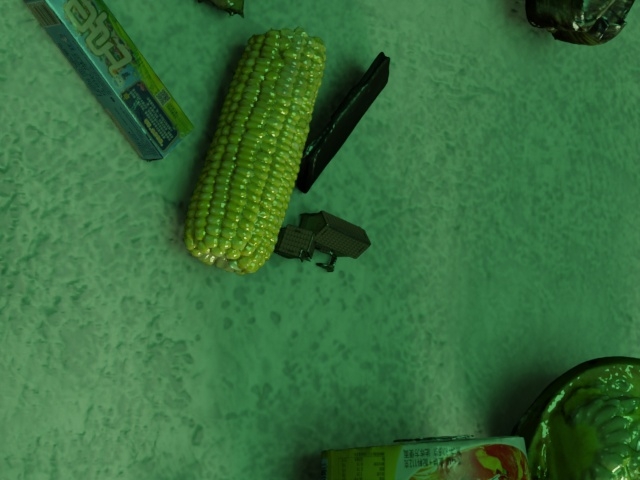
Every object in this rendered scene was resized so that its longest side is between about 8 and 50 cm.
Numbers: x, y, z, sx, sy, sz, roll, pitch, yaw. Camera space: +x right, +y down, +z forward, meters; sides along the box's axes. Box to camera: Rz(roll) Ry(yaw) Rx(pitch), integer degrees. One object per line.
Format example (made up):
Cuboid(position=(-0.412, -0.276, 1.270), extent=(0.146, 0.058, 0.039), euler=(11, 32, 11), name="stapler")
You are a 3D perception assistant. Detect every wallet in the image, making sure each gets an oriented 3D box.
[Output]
Cuboid(position=(0.025, -0.120, 1.878), extent=(0.018, 0.082, 0.157), euler=(31, 69, 11), name="wallet")

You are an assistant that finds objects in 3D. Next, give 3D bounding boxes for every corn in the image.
Cuboid(position=(-0.061, -0.087, 1.800), extent=(0.093, 0.093, 0.244), euler=(27, 74, -32), name="corn")

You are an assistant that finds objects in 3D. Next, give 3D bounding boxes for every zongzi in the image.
Cuboid(position=(0.366, -0.347, 2.080), extent=(0.317, 0.154, 0.289), euler=(8, 93, -41), name="zongzi")

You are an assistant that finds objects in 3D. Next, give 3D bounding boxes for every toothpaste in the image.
Cuboid(position=(-0.189, -0.170, 1.738), extent=(0.070, 0.044, 0.193), euler=(-47, 115, -25), name="toothpaste")

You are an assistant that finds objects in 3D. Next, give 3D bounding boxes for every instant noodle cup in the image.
Cuboid(position=(0.108, 0.299, 1.841), extent=(0.264, 0.264, 0.200), euler=(2, 79, -35), name="instant noodle cup")

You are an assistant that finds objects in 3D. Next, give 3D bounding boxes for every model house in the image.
Cuboid(position=(0.000, 0.000, 1.864), extent=(0.083, 0.058, 0.057), euler=(26, 76, -33), name="model house")

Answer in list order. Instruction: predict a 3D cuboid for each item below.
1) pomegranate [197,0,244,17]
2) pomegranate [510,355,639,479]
Cuboid(position=(-0.064, -0.283, 1.783), extent=(0.130, 0.130, 0.130), euler=(0, 90, -35), name="pomegranate")
Cuboid(position=(0.351, 0.264, 1.989), extent=(0.340, 0.260, 0.260), euler=(18, 79, -10), name="pomegranate")
